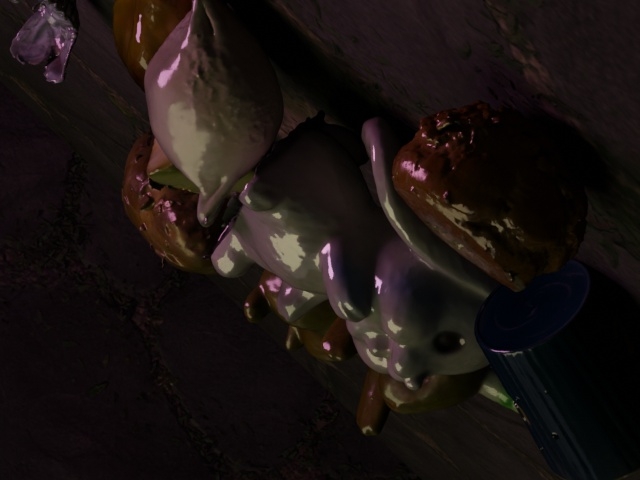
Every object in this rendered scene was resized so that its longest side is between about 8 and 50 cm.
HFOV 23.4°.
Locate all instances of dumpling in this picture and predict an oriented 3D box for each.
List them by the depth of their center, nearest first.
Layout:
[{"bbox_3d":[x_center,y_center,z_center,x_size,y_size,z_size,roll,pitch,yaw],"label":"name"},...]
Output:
[{"bbox_3d":[-0.091,-0.138,1.396,0.215,0.126,0.166,62,-162,-17],"label":"dumpling"}]

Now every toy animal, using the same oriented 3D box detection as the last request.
[{"bbox_3d":[0.043,0.007,1.412,0.289,0.174,0.249,47,158,-17],"label":"toy animal"},{"bbox_3d":[0.089,0.114,1.655,0.363,0.180,0.181,35,167,33],"label":"toy animal"}]

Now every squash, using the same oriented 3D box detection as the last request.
[{"bbox_3d":[-0.094,-0.067,1.815,0.093,0.169,0.252,-18,133,25],"label":"squash"}]

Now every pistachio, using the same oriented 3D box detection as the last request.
[{"bbox_3d":[-0.152,-0.193,1.509,0.110,0.100,0.189,35,170,22],"label":"pistachio"}]

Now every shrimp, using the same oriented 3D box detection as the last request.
[{"bbox_3d":[-0.367,-0.314,1.731,0.221,0.166,0.410,36,-179,22],"label":"shrimp"}]

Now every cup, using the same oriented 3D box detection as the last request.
[{"bbox_3d":[0.209,0.094,1.303,0.155,0.131,0.176,53,-168,-29],"label":"cup"}]

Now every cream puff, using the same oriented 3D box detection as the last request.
[{"bbox_3d":[0.123,-0.036,1.067,0.144,0.103,0.126,43,176,-4],"label":"cream puff"}]

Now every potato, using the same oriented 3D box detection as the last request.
[{"bbox_3d":[-0.169,-0.046,1.959,0.191,0.141,0.296,44,-171,-16],"label":"potato"}]
